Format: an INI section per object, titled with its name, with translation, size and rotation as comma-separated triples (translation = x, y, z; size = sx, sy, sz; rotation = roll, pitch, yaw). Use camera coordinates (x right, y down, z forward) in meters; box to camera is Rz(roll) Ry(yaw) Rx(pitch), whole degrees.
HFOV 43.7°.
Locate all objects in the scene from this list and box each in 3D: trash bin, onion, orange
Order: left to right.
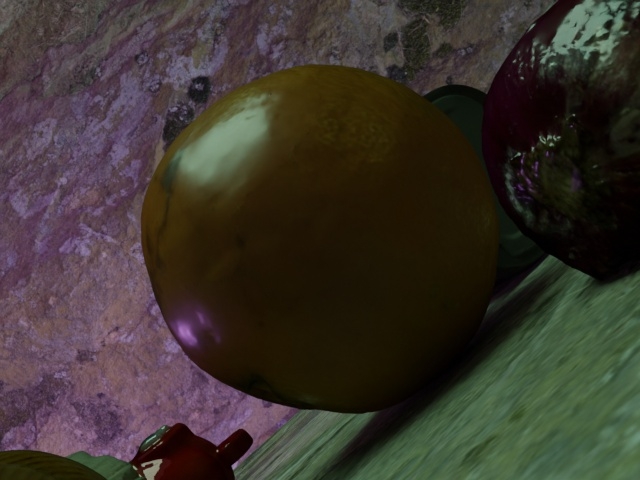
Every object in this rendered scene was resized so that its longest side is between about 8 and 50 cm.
[orange]
translation = 0.000, 0.000, 0.695
size = 0.312, 0.312, 0.312
rotation = -41, -6, -6
[trash bin]
translation = 0.154, -0.022, 0.961
size = 0.219, 0.220, 0.250
rotation = -37, -15, -28
[onion]
translation = 0.200, -0.088, 0.463
size = 0.218, 0.140, 0.195
rotation = -34, -16, -28

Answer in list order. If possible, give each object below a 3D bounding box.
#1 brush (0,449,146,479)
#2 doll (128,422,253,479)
[brush]
translation = -0.206, 0.259, 0.496
size = 0.266, 0.174, 0.166
rotation = -51, -13, -15
[doll]
translation = -0.205, 0.280, 0.677
size = 0.363, 0.160, 0.182
rotation = -37, 1, -15
